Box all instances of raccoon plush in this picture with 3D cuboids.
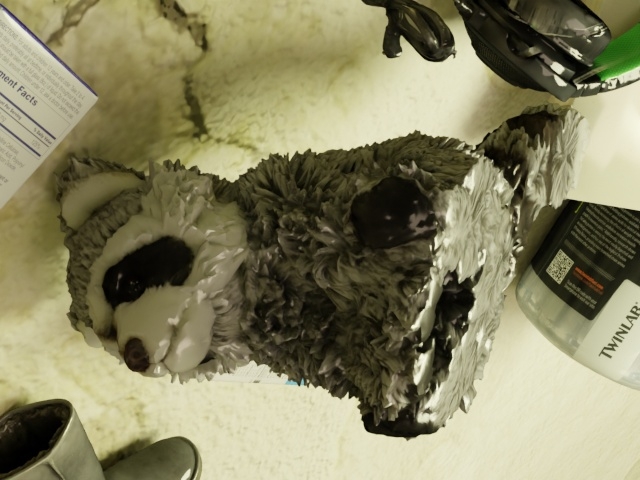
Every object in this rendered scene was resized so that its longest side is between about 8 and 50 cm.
[{"bbox_3d":[0.000,0.000,1.303,0.446,0.299,0.216,-27,125,-61],"label":"raccoon plush"}]

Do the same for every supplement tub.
[{"bbox_3d":[0.378,-0.022,1.809,0.207,0.207,0.338,5,120,-56],"label":"supplement tub"}]

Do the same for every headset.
[{"bbox_3d":[0.203,-0.213,1.369,0.394,0.185,0.243,-6,130,-30],"label":"headset"}]

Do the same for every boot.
[{"bbox_3d":[-0.196,0.189,1.414,0.189,0.076,0.208,-41,143,-21],"label":"boot"}]

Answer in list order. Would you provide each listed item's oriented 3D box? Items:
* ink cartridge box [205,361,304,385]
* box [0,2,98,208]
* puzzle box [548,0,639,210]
[{"bbox_3d":[-0.079,0.065,1.382,0.060,0.104,0.180,-57,151,13],"label":"ink cartridge box"},{"bbox_3d":[-0.230,-0.083,1.036,0.137,0.072,0.126,-48,151,-2],"label":"box"},{"bbox_3d":[0.420,-0.147,1.622,0.409,0.052,0.272,9,106,-22],"label":"puzzle box"}]
